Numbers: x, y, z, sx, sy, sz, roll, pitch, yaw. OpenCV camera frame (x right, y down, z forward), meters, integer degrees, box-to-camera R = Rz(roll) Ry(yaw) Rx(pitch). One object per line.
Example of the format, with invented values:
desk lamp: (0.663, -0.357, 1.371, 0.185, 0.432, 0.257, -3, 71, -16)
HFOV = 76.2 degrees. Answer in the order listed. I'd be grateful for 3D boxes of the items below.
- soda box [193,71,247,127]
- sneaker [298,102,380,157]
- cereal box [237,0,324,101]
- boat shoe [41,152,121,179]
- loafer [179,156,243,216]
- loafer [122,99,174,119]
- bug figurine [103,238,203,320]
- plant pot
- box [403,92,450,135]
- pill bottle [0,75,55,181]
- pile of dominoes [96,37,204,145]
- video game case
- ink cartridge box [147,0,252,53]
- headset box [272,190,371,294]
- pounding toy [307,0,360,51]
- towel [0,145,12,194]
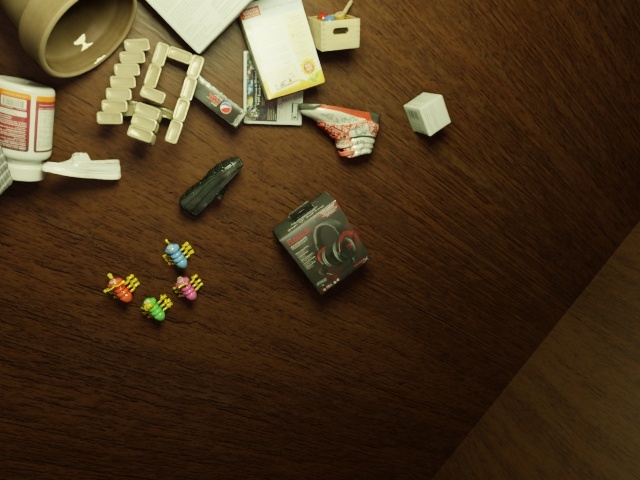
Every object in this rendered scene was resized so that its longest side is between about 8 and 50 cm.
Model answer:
soda box: (-0.281, -0.377, 1.099, 0.169, 0.060, 0.053, 36, 97, -21)
sneaker: (0.054, -0.328, 1.231, 0.270, 0.090, 0.144, 0, 110, -27)
cereal box: (-0.105, -0.520, 1.098, 0.173, 0.047, 0.240, -21, 106, -13)
boat shoe: (-0.602, -0.191, 1.038, 0.184, 0.066, 0.063, -2, 101, -45)
loafer: (-0.309, -0.156, 1.188, 0.223, 0.076, 0.078, -39, 125, 4)
loafer: (-0.454, -0.335, 1.068, 0.148, 0.056, 0.050, 9, 109, -13)
bug figurine: (-0.491, 0.133, 1.241, 0.279, 0.072, 0.216, -33, 119, -5)
plant pot: (-0.567, -0.522, 0.857, 0.263, 0.263, 0.229, -45, 100, 2)
box: (0.340, -0.405, 1.305, 0.087, 0.101, 0.102, -35, 121, -4)
pill bottle: (-0.703, -0.260, 0.963, 0.121, 0.121, 0.221, 9, 111, -24)
pile of dominoes: (-0.424, -0.372, 1.028, 0.196, 0.040, 0.251, 18, 87, -10)
video game case: (-0.134, -0.430, 1.164, 0.173, 0.022, 0.190, -4, 114, -20)
ink cartridge box: (-0.308, -0.677, 0.901, 0.308, 0.091, 0.385, -34, 120, 21)
headset box: (0.000, 0.000, 1.345, 0.218, 0.110, 0.293, -36, 120, -3)
pounding toy: (0.046, -0.588, 1.113, 0.141, 0.130, 0.100, -13, 128, -15)
towel: (-0.716, -0.169, 0.789, 0.121, 0.283, 0.235, -4, 122, -12)
